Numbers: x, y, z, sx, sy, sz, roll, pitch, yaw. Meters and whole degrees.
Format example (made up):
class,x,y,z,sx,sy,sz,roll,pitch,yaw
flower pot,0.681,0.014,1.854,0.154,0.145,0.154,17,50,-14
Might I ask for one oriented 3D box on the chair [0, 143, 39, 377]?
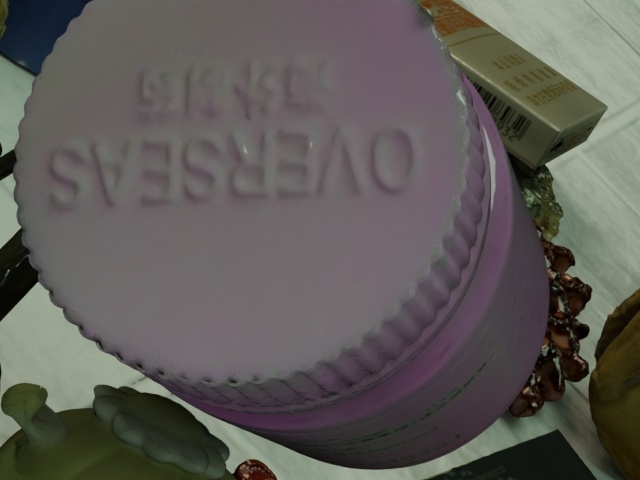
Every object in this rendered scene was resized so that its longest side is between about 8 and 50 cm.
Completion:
class,x,y,z,sx,sy,sz,roll,pitch,yaw
chair,-0.245,-0.098,0.814,0.364,0.362,0.410,47,37,-27

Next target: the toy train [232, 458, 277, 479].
class,x,y,z,sx,sy,sz,roll,pitch,yaw
toy train,-0.050,0.177,0.994,0.138,0.050,0.087,28,37,-24

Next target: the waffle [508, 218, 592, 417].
class,x,y,z,sx,sy,sz,roll,pitch,yaw
waffle,0.137,0.038,1.361,0.221,0.055,0.234,43,36,-13

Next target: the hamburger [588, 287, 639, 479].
class,x,y,z,sx,sy,sz,roll,pitch,yaw
hamburger,0.369,0.108,1.335,0.259,0.283,0.144,49,35,-19

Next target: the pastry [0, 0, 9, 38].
class,x,y,z,sx,sy,sz,roll,pitch,yaw
pastry,-0.288,-0.179,1.149,0.153,0.081,0.153,31,31,-21

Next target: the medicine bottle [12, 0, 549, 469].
class,x,y,z,sx,sy,sz,roll,pitch,yaw
medicine bottle,0.000,0.000,0.709,0.178,0.178,0.291,52,3,18

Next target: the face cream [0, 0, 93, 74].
class,x,y,z,sx,sy,sz,roll,pitch,yaw
face cream,-0.156,-0.270,1.284,0.249,0.225,0.249,31,32,-21

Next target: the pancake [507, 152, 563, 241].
class,x,y,z,sx,sy,sz,roll,pitch,yaw
pancake,0.104,-0.084,1.516,0.282,0.049,0.282,29,32,-20

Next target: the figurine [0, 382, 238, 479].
class,x,y,z,sx,sy,sz,roll,pitch,yaw
figurine,-0.043,0.193,0.796,0.274,0.226,0.394,16,-21,47

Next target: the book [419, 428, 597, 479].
class,x,y,z,sx,sy,sz,roll,pitch,yaw
book,0.214,0.304,1.158,0.374,0.028,0.262,53,30,19

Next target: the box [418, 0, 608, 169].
class,x,y,z,sx,sy,sz,roll,pitch,yaw
box,0.096,-0.203,1.586,0.365,0.051,0.204,36,22,12
